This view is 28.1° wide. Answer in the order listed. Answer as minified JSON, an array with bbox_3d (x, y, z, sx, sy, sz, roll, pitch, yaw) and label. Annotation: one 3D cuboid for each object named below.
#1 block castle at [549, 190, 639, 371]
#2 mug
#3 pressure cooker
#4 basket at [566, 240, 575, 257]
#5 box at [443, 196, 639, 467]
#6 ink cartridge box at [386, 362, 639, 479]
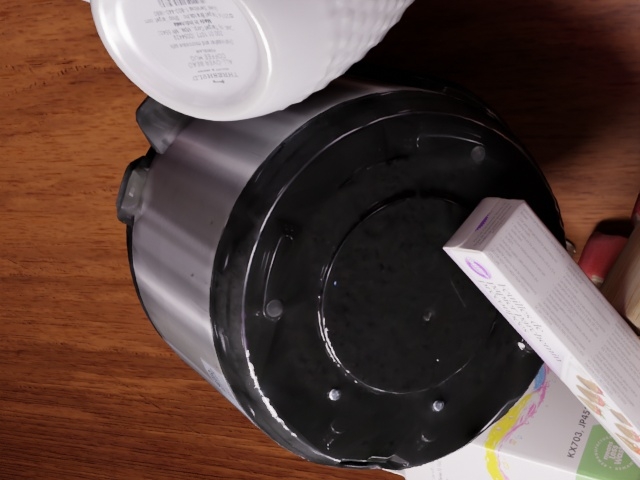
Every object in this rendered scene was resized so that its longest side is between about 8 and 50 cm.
[{"bbox_3d":[0.470,0.117,1.270,0.453,0.212,0.303,32,163,7],"label":"block castle"},{"bbox_3d":[-0.087,-0.276,1.131,0.374,0.328,0.276,12,137,23],"label":"mug"},{"bbox_3d":[-0.005,0.003,1.306,0.420,0.376,0.369,-155,65,-63],"label":"pressure cooker"},{"bbox_3d":[0.204,0.054,1.479,0.113,0.103,0.167,31,141,0],"label":"basket"},{"bbox_3d":[0.240,0.093,1.158,0.324,0.067,0.063,46,164,-23],"label":"box"},{"bbox_3d":[0.228,0.207,1.544,0.354,0.207,0.119,13,137,21],"label":"ink cartridge box"}]
